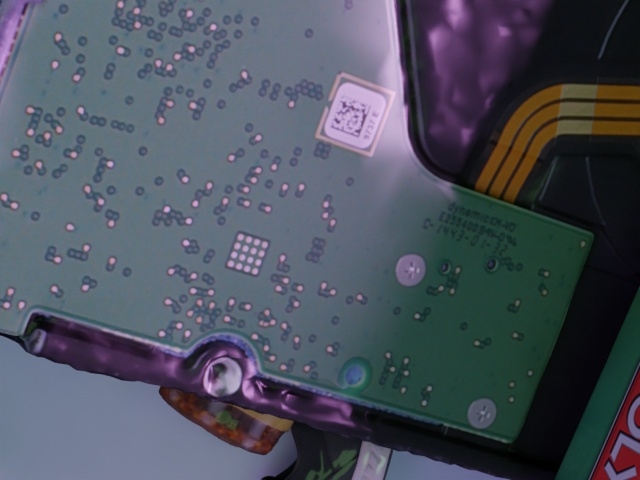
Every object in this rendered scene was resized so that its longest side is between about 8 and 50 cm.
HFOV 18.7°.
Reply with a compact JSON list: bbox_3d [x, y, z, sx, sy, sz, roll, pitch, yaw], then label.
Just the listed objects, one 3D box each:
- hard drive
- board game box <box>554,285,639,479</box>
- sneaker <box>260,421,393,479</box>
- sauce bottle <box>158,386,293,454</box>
[{"bbox_3d":[0.063,-0.055,0.524,0.339,0.064,0.237,17,95,-29],"label":"hard drive"},{"bbox_3d":[0.218,0.048,0.567,0.317,0.046,0.213,20,95,-34],"label":"board game box"},{"bbox_3d":[-0.005,0.088,0.589,0.035,0.031,0.083,19,90,0],"label":"sneaker"},{"bbox_3d":[0.000,0.000,0.569,0.042,0.042,0.128,29,90,-14],"label":"sauce bottle"}]
